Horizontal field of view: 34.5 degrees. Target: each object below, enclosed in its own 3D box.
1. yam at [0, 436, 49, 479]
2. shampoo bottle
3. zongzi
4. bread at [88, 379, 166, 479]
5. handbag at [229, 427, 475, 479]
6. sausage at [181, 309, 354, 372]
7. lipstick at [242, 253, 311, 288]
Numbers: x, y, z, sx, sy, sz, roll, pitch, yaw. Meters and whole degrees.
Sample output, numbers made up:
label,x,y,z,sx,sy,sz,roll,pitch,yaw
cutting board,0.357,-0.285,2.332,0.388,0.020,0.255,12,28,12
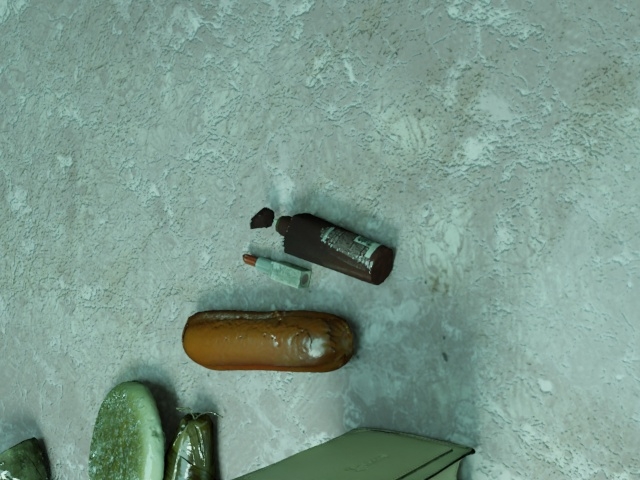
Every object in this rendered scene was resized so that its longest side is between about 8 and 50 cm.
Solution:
label,x,y,z,sx,sy,sz,roll,pitch,yaw
yam,-0.576,0.518,1.958,0.154,0.154,0.254,-23,81,33
shampoo bottle,-0.001,0.002,1.583,0.236,0.068,0.067,23,107,32
zongzi,-0.190,0.396,1.720,0.184,0.084,0.187,35,112,29
bread,-0.345,0.374,1.797,0.267,0.040,0.267,-18,68,52
handbag,0.028,0.369,1.408,0.237,0.358,0.160,12,101,34
sausage,-0.096,0.159,1.642,0.330,0.102,0.102,-3,91,35
lipstick,-0.076,0.045,1.659,0.129,0.030,0.030,19,103,32
